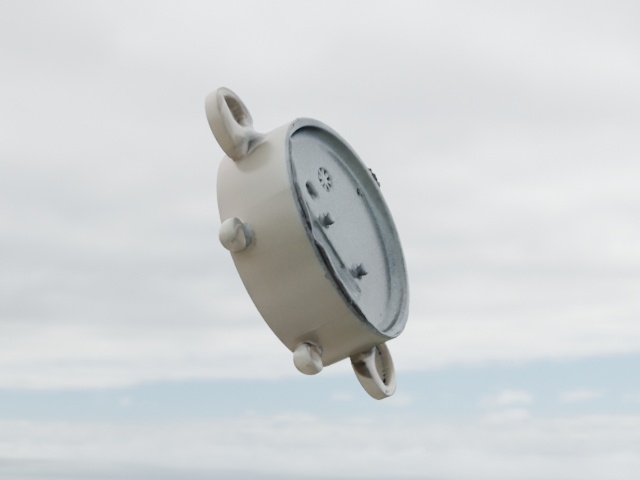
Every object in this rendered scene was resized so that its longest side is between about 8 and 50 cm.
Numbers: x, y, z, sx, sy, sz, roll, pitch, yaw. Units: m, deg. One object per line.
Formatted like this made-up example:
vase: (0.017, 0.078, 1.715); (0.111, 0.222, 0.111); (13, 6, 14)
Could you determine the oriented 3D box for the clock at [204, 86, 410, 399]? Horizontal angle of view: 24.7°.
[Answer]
clock: (0.000, 0.000, 0.916); (0.063, 0.229, 0.155); (-26, 14, 19)
